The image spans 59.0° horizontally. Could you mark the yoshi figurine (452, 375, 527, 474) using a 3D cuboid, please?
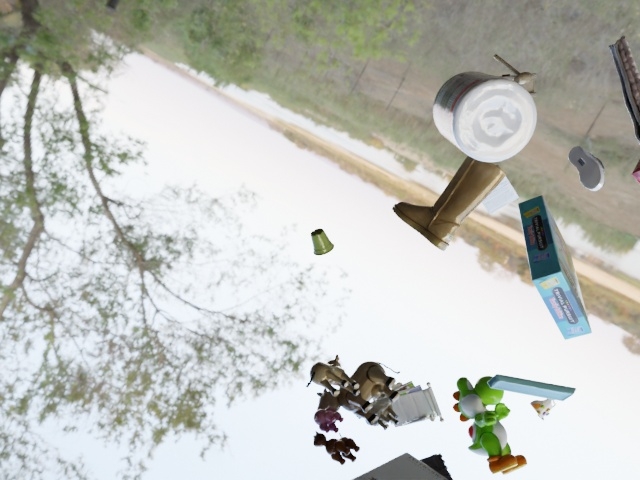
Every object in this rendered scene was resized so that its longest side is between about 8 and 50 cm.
[{"bbox_3d":[0.630,0.643,2.053,0.203,0.203,0.362,-9,-127,-18],"label":"yoshi figurine"}]

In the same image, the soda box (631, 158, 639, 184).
[{"bbox_3d":[1.022,-0.226,1.577,0.092,0.083,0.263,48,146,-6],"label":"soda box"}]

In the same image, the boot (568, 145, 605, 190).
[{"bbox_3d":[0.768,-0.194,1.582,0.086,0.069,0.189,22,-141,-17],"label":"boot"}]

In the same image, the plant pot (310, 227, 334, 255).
[{"bbox_3d":[0.000,0.000,2.084,0.083,0.083,0.079,43,157,61],"label":"plant pot"}]

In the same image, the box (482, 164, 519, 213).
[{"bbox_3d":[0.656,-0.193,2.140,0.137,0.126,0.072,49,-159,-26],"label":"box"}]

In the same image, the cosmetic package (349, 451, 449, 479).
[{"bbox_3d":[0.186,0.689,1.382,0.230,0.161,0.453,25,-174,31],"label":"cosmetic package"}]

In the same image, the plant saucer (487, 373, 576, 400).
[{"bbox_3d":[0.502,0.352,1.347,0.192,0.018,0.067,11,147,0],"label":"plant saucer"}]

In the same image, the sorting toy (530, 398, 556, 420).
[{"bbox_3d":[0.772,0.570,1.936,0.083,0.075,0.045,50,-176,-34],"label":"sorting toy"}]

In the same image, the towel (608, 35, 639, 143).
[{"bbox_3d":[0.831,-0.309,1.457,0.054,0.331,0.317,-19,148,32],"label":"towel"}]

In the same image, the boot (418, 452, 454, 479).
[{"bbox_3d":[0.420,0.780,1.808,0.263,0.091,0.229,-5,-145,-14],"label":"boot"}]

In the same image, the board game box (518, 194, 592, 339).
[{"bbox_3d":[0.664,0.070,1.611,0.253,0.079,0.336,52,-149,-29],"label":"board game box"}]

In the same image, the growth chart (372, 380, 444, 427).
[{"bbox_3d":[0.307,0.587,2.032,0.238,0.171,0.021,-15,178,19],"label":"growth chart"}]

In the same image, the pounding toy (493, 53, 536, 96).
[{"bbox_3d":[0.644,-0.558,1.925,0.154,0.154,0.269,-12,-163,-20],"label":"pounding toy"}]

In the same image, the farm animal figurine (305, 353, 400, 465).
[{"bbox_3d":[0.073,0.434,1.594,0.327,0.330,0.172,-23,-145,-35],"label":"farm animal figurine"}]

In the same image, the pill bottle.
[{"bbox_3d":[0.360,-0.298,1.310,0.176,0.176,0.318,28,-162,-10],"label":"pill bottle"}]

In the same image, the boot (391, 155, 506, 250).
[{"bbox_3d":[0.359,-0.133,1.607,0.089,0.269,0.236,20,-162,-50],"label":"boot"}]
